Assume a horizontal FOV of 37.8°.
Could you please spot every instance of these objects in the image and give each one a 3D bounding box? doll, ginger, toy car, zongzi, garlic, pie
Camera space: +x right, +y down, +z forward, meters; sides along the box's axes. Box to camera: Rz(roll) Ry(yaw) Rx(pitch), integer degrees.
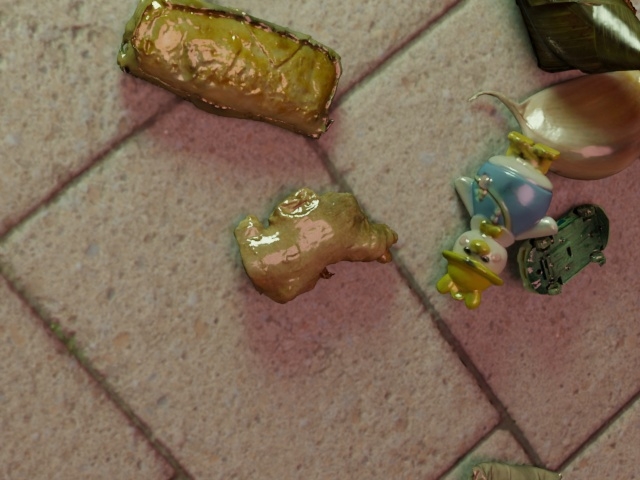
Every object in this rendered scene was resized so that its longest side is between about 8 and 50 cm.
[{"bbox_3d":[0.237,-0.024,1.258,0.135,0.099,0.241,26,94,-14],"label":"doll"},{"bbox_3d":[-0.002,-0.004,1.194,0.213,0.074,0.137,-19,114,-12],"label":"ginger"},{"bbox_3d":[0.347,0.012,1.331,0.186,0.058,0.093,-30,111,-32],"label":"toy car"},{"bbox_3d":[0.327,-0.312,1.173,0.112,0.242,0.221,-33,111,-6],"label":"zongzi"},{"bbox_3d":[0.344,-0.151,1.290,0.267,0.148,0.128,-8,138,-23],"label":"garlic"},{"bbox_3d":[-0.097,-0.210,1.130,0.282,0.068,0.128,15,94,-26],"label":"pie"}]

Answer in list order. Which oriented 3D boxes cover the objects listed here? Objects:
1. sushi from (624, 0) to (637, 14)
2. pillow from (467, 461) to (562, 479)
[{"bbox_3d":[0.415,-0.325,1.309,0.047,0.050,0.099,-51,122,-13],"label":"sushi"},{"bbox_3d":[0.236,0.442,1.357,0.173,0.067,0.270,24,90,-27],"label":"pillow"}]
